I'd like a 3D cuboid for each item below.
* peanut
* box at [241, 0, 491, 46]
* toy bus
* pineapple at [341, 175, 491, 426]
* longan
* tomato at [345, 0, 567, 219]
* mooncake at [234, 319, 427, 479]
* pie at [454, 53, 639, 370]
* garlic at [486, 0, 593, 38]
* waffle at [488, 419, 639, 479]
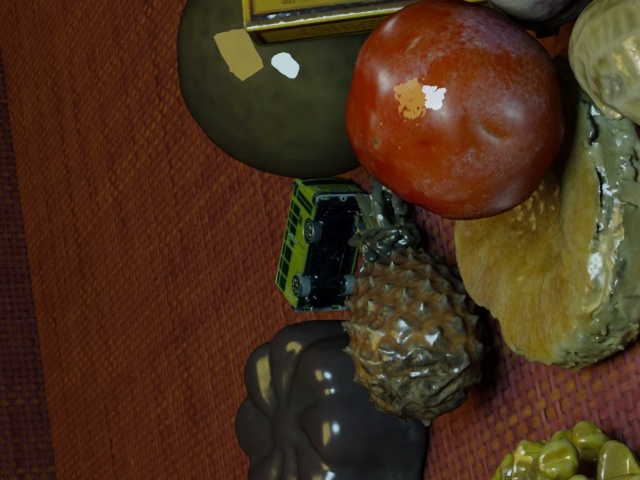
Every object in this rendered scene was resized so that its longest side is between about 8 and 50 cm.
[{"bbox_3d":[0.341,-0.171,1.597,0.153,0.140,0.325,-57,27,-8],"label":"peanut"},{"bbox_3d":[0.060,-0.337,2.001,0.084,0.301,0.192,36,-132,-78],"label":"box"},{"bbox_3d":[0.000,0.000,2.351,0.101,0.088,0.175,-129,45,-54],"label":"toy bus"},{"bbox_3d":[0.100,0.050,2.100,0.361,0.175,0.175,-96,23,-46],"label":"pineapple"},{"bbox_3d":[-0.030,-0.227,2.194,0.319,0.319,0.319,2,93,64],"label":"longan"},{"bbox_3d":[0.129,-0.130,1.771,0.232,0.188,0.232,37,148,28],"label":"tomato"},{"bbox_3d":[0.008,0.239,2.274,0.306,0.154,0.306,-6,83,61],"label":"mooncake"},{"bbox_3d":[0.242,-0.027,1.871,0.339,0.083,0.339,177,90,-65],"label":"pie"},{"bbox_3d":[0.199,-0.327,1.818,0.160,0.245,0.245,-47,38,6],"label":"garlic"},{"bbox_3d":[0.246,0.353,1.797,0.261,0.151,0.324,-119,41,-52],"label":"waffle"}]
